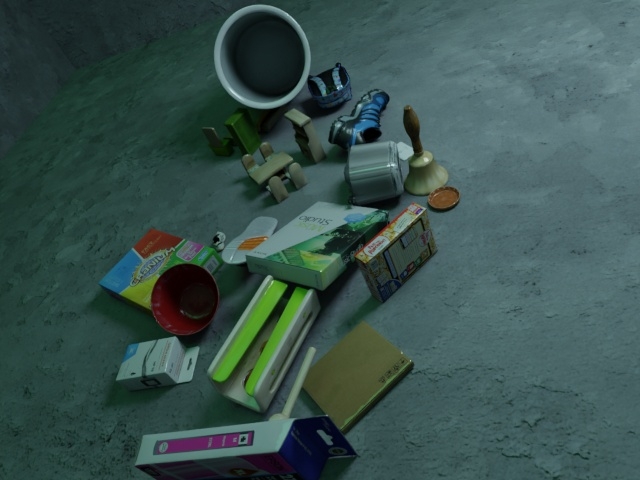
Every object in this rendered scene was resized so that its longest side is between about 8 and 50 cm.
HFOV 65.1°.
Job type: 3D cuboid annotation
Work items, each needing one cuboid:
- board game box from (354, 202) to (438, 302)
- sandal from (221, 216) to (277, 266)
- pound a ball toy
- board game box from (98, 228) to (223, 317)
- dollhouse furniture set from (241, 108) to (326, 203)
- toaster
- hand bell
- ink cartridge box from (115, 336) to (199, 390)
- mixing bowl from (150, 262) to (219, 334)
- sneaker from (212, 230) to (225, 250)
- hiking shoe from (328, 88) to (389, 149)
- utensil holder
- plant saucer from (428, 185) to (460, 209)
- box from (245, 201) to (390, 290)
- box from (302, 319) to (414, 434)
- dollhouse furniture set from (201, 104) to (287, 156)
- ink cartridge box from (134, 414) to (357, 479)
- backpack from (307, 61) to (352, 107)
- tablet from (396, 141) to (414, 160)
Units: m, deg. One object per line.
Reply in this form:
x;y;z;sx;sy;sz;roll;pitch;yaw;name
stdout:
0.179;0.029;1.155;0.193;0.147;0.045;-40;43;-15;board game box
-0.184;0.018;1.419;0.101;0.076;0.265;9;30;16;sandal
-0.089;0.256;1.087;0.208;0.136;0.319;15;55;21;pound a ball toy
-0.475;0.098;1.485;0.316;0.064;0.242;14;56;37;board game box
-0.126;-0.280;1.610;0.242;0.161;0.212;-37;43;-11;dollhouse furniture set
0.149;-0.188;1.393;0.146;0.129;0.227;-10;33;15;toaster
0.255;-0.248;1.322;0.126;0.242;0.126;-14;44;14;hand bell
-0.401;0.303;1.243;0.180;0.060;0.104;-13;43;15;ink cartridge box
-0.337;0.155;1.307;0.181;0.098;0.182;-1;80;6;mixing bowl
-0.310;-0.006;1.525;0.031;0.037;0.083;-24;40;6;sneaker
0.152;-0.379;1.636;0.132;0.113;0.304;35;59;13;hiking shoe
-0.199;-0.669;1.843;0.327;0.328;0.385;-22;20;6;utensil holder
0.325;-0.110;1.319;0.083;0.013;0.084;-14;42;13;plant saucer
0.000;0.000;1.270;0.232;0.059;0.322;10;35;34;box
0.070;0.278;1.054;0.201;0.021;0.164;-40;42;-13;box
-0.287;-0.471;1.893;0.197;0.151;0.302;10;53;35;dollhouse furniture set
-0.133;0.400;0.920;0.370;0.176;0.069;-14;43;14;ink cartridge box
0.042;-0.546;1.825;0.158;0.117;0.173;-22;41;5;backpack
0.250;-0.273;1.527;0.054;0.006;0.083;-36;42;-10;tablet
